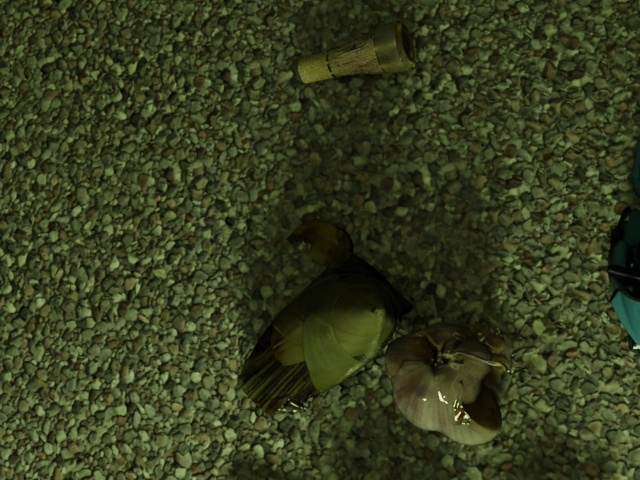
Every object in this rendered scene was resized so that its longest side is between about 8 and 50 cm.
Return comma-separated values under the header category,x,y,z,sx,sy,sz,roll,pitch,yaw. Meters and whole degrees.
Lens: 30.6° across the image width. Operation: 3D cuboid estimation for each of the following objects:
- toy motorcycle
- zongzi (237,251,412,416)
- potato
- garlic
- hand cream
category,x,y,z,sx,sy,sz,roll,pitch,yaw
toy motorcycle,0.497,0.001,1.667,0.172,0.232,0.416,4,81,21
zongzi,-0.009,0.164,1.760,0.154,0.317,0.289,45,96,1
potato,0.000,0.000,1.895,0.096,0.103,0.066,36,95,19
garlic,0.228,0.186,1.750,0.256,0.207,0.207,-34,67,49
hand cream,0.053,-0.302,1.953,0.203,0.084,0.084,-13,76,23
